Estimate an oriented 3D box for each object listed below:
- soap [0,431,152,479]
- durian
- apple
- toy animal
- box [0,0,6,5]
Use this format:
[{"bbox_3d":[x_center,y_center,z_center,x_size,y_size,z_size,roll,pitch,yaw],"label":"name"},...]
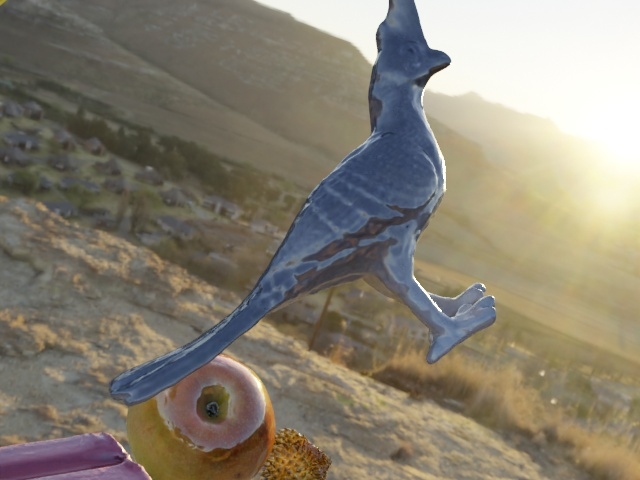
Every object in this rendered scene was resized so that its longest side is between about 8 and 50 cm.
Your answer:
[{"bbox_3d":[-0.379,0.344,0.796,0.360,0.128,0.233,2,17,-34],"label":"soap"},{"bbox_3d":[-0.089,0.579,1.720,0.138,0.249,0.183,-34,78,-33],"label":"durian"},{"bbox_3d":[-0.247,0.389,1.453,0.319,0.319,0.277,17,-22,-10],"label":"apple"},{"bbox_3d":[0.037,0.007,0.507,0.206,0.367,0.081,36,-14,-10],"label":"toy animal"},{"bbox_3d":[-0.502,-0.414,0.828,0.420,0.138,0.373,19,56,22],"label":"box"}]
